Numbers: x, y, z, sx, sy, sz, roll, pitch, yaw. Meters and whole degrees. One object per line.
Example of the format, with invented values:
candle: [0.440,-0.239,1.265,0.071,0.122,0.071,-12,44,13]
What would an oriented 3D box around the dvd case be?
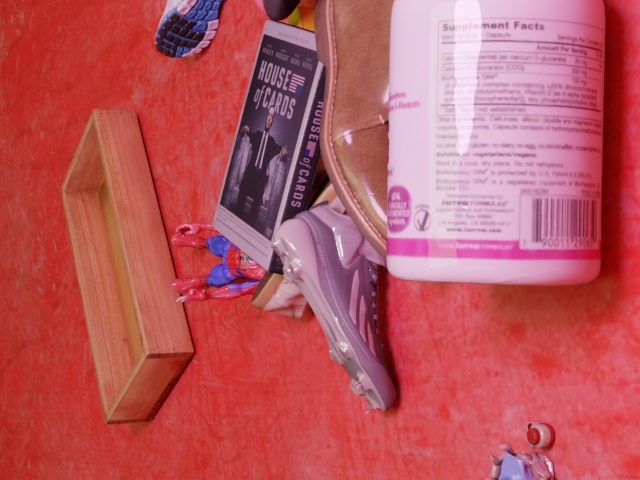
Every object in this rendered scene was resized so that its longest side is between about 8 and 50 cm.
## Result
dvd case: [-0.045,-0.102,1.288,0.179,0.029,0.239,34,112,62]

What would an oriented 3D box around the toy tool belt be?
toy tool belt: [0.157,0.187,0.984,0.052,0.051,0.083,22,108,60]

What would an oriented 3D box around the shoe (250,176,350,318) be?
shoe: [0.000,0.000,1.284,0.219,0.058,0.076,-56,5,36]

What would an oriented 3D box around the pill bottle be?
pill bottle: [0.131,-0.111,0.926,0.160,0.160,0.283,2,90,62]

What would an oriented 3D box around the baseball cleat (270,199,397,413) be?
baseball cleat: [0.039,0.058,1.188,0.206,0.109,0.072,60,163,-6]

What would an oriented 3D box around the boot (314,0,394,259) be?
boot: [0.070,-0.123,1.107,0.115,0.112,0.305,-34,57,44]

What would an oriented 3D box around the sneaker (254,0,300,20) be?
sneaker: [-0.086,-0.385,1.297,0.136,0.116,0.314,-4,100,20]

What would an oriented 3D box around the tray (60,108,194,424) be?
tray: [-0.285,0.033,1.788,0.203,0.076,0.411,-55,42,47]

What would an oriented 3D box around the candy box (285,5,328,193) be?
candy box: [-0.027,-0.140,1.336,0.105,0.027,0.206,-44,45,50]

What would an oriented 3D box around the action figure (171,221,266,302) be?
action figure: [-0.137,0.025,1.454,0.280,0.139,0.092,-5,86,59]

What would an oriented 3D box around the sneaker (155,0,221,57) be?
sneaker: [-0.158,-0.318,1.576,0.191,0.071,0.083,-55,36,34]
